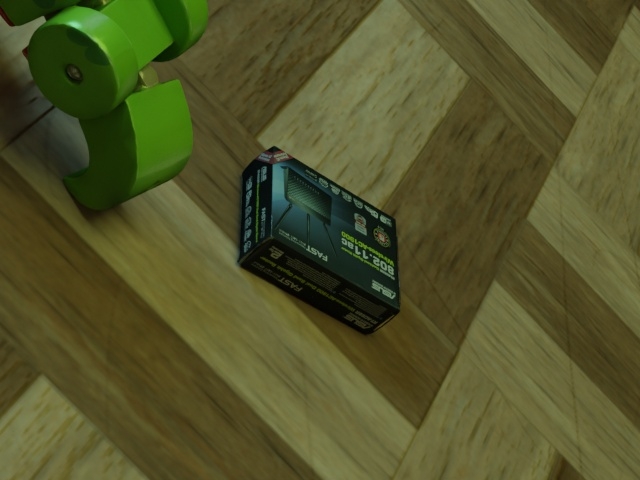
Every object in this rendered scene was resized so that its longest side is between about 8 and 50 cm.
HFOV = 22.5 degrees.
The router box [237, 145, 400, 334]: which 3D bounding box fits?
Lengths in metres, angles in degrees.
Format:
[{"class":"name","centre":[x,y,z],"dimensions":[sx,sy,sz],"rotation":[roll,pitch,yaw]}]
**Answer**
[{"class":"router box","centre":[0.000,0.000,1.140],"dimensions":[0.122,0.038,0.092],"rotation":[29,40,-28]}]

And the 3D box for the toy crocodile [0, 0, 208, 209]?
[{"class":"toy crocodile","centre":[-0.169,-0.178,0.966],"dimensions":[0.340,0.105,0.115],"rotation":[63,38,-19]}]
